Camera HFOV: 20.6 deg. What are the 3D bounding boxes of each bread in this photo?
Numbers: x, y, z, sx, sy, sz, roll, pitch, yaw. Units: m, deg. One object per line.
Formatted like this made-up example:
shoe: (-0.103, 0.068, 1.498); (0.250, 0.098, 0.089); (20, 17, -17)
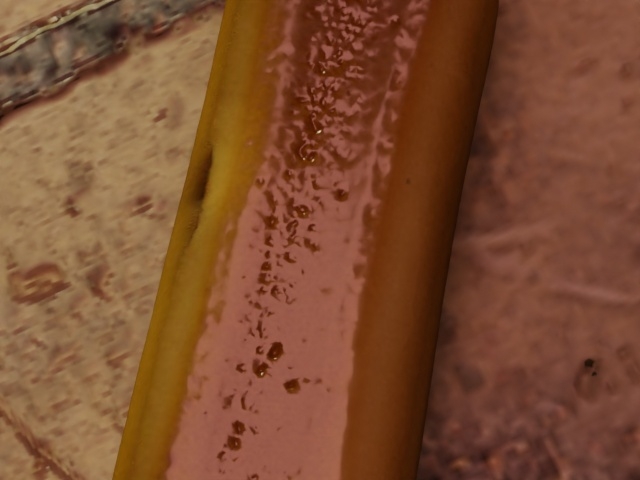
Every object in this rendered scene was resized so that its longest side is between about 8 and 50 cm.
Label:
bread: (0.000, 0.000, 0.574); (0.093, 0.074, 0.239); (10, 77, 9)
